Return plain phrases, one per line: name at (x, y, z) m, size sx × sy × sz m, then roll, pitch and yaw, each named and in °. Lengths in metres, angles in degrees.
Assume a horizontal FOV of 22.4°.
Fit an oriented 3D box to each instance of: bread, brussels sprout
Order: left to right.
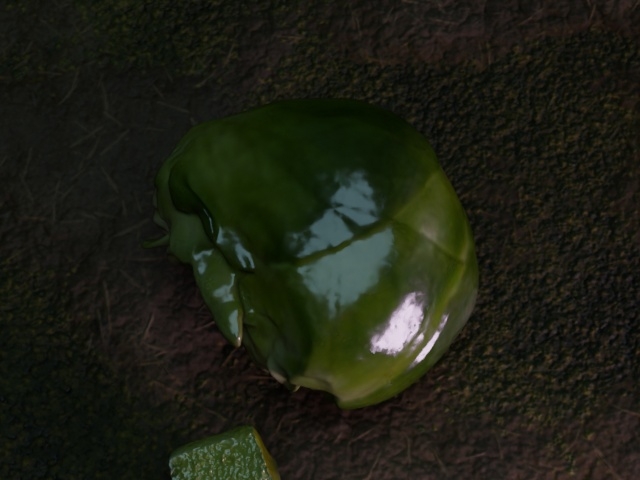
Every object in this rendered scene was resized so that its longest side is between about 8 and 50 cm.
bread at (-0.099, 0.270, 1.746) m, size 0.114 × 0.111 × 0.129 m, roll -11°, pitch 69°, yaw -4°
brussels sprout at (0.000, 0.000, 1.795) m, size 0.371 × 0.276 × 0.315 m, roll 35°, pitch 81°, yaw 19°
